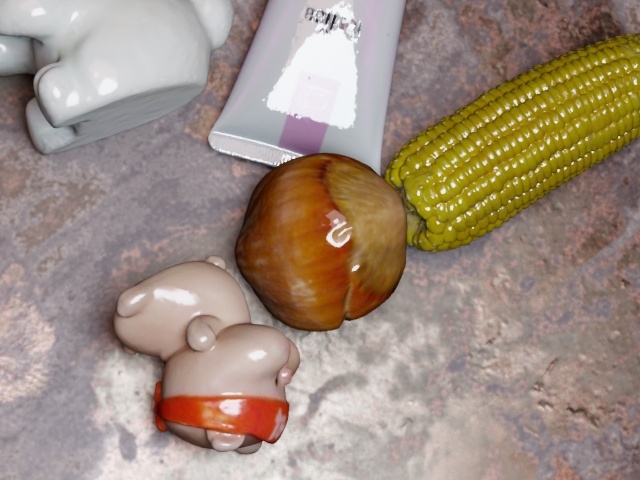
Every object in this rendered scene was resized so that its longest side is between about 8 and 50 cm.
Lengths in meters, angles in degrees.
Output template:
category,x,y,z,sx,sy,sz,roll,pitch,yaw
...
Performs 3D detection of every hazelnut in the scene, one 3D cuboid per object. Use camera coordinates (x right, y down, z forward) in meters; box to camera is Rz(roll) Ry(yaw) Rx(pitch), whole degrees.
category,x,y,z,sx,sy,sz,roll,pitch,yaw
hazelnut,0.000,0.000,1.595,0.182,0.182,0.182,2,78,-10

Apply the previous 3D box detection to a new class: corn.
category,x,y,z,sx,sy,sz,roll,pitch,yaw
corn,0.224,-0.110,1.681,0.344,0.131,0.131,-29,85,-17

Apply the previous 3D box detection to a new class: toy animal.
category,x,y,z,sx,sy,sz,roll,pitch,yaw
toy animal,-0.255,-0.280,1.599,0.241,0.196,0.367,-32,87,-22
toy animal,-0.104,0.117,1.558,0.171,0.171,0.197,-31,83,-15

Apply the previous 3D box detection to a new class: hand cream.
category,x,y,z,sx,sy,sz,roll,pitch,yaw
hand cream,0.016,-0.242,1.684,0.186,0.118,0.358,16,83,-9
